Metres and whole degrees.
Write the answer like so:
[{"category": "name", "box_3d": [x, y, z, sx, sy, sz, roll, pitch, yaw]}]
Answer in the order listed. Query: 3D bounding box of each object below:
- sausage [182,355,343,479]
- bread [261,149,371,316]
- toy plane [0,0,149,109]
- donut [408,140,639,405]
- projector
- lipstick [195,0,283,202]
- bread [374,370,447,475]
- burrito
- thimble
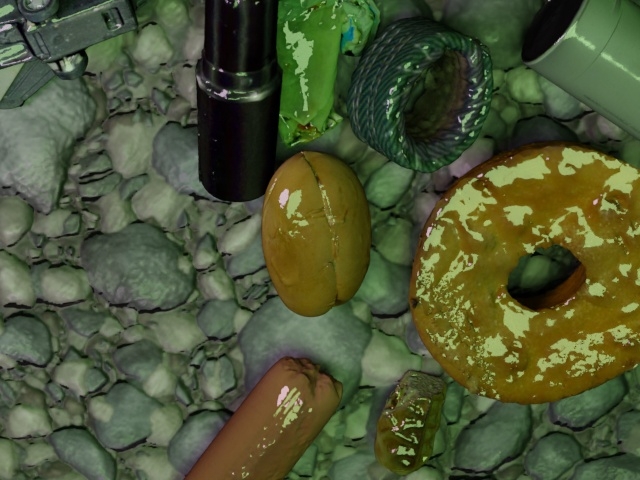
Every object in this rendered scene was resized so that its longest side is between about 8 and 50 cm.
[{"category": "sausage", "box_3d": [-0.083, 0.240, 1.551, 0.086, 0.086, 0.289, 31, 109, -15]}, {"category": "bread", "box_3d": [0.000, 0.000, 1.443, 0.114, 0.077, 0.189, -30, 129, -30]}, {"category": "toy plane", "box_3d": [-0.187, -0.224, 1.334, 0.316, 0.103, 0.204, -15, 146, 2]}, {"category": "donut", "box_3d": [0.217, 0.022, 1.464, 0.277, 0.108, 0.278, -1, 114, -2]}, {"category": "projector", "box_3d": [0.353, -0.126, 1.412, 0.337, 0.108, 0.108, 31, 108, -15]}, {"category": "lipstick", "box_3d": [-0.073, -0.159, 1.333, 0.081, 0.081, 0.300, 1, 136, -4]}, {"category": "bread", "box_3d": [0.092, 0.196, 1.559, 0.066, 0.060, 0.110, -4, 118, -34]}, {"category": "burrito", "box_3d": [0.006, -0.222, 1.380, 0.104, 0.054, 0.288, 2, 111, -7]}, {"category": "thimble", "box_3d": [0.091, -0.138, 1.381, 0.118, 0.090, 0.135, 9, 106, -34]}]
